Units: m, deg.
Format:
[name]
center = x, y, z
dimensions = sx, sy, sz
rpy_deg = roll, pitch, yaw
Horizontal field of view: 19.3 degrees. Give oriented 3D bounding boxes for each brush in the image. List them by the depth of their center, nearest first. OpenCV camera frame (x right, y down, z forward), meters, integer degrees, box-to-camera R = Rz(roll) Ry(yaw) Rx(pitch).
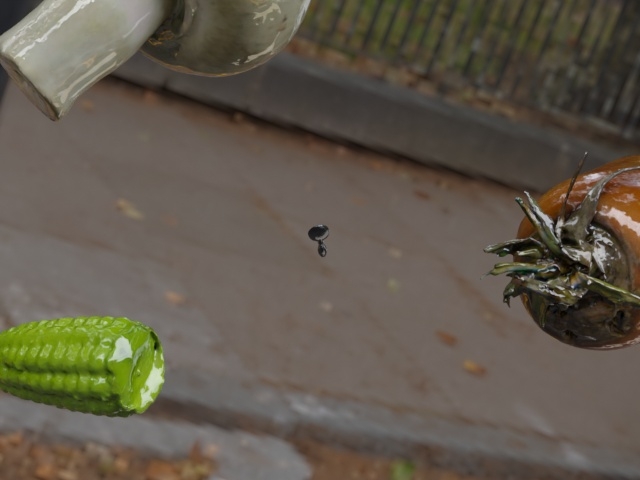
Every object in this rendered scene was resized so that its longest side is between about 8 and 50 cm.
[brush]
center = 0.000, 0.000, 2.072
dimensions = 0.024, 0.008, 0.083
rpy_deg = -14, -24, 0

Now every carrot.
[carrot]
center = 0.316, 0.015, 2.012
dimensions = 0.193, 0.214, 0.331
rpy_deg = 52, 38, 12

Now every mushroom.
[mushroom]
center = -0.163, -0.290, 1.955
dimensions = 0.315, 0.356, 0.315
rpy_deg = 30, 24, -15

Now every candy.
[candy]
center = -0.246, 0.118, 1.798
dimensions = 0.209, 0.097, 0.096
rpy_deg = 1, 0, 34
